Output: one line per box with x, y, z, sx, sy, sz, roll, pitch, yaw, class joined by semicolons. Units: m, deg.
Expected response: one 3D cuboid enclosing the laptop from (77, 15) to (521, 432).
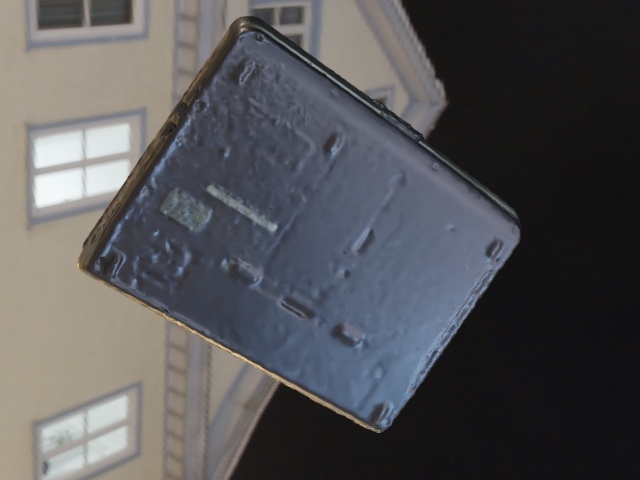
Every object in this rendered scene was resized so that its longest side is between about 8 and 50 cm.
0.000;0.000;0.553;0.154;0.207;0.026;-55;-152;4;laptop
